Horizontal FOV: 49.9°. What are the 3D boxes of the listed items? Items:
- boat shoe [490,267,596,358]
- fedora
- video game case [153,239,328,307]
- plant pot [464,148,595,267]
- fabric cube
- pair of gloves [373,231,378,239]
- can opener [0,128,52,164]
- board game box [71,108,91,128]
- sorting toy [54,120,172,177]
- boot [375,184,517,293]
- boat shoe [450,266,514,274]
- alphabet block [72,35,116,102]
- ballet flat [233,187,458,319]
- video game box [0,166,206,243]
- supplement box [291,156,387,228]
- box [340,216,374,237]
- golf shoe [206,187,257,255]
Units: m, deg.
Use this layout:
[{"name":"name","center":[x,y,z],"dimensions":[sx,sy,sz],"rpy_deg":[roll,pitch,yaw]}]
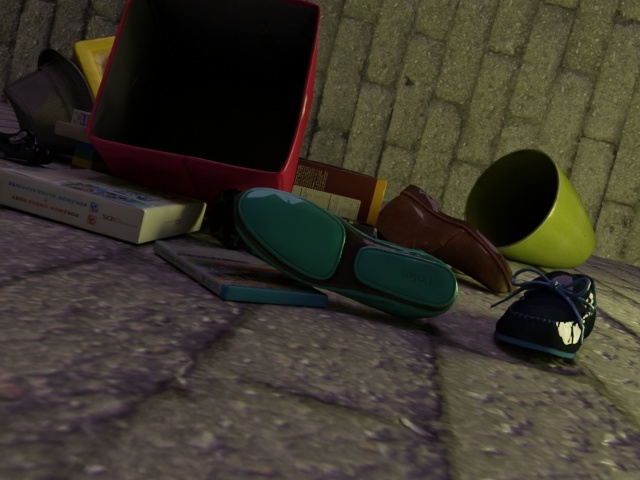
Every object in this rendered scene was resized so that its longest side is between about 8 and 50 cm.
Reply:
[{"name":"boat shoe","center":[0.259,0.072,0.785],"dimensions":[0.109,0.089,0.258],"rpy_deg":[17,8,22]},{"name":"fedora","center":[-0.553,-0.256,1.390],"dimensions":[0.124,0.244,0.275],"rpy_deg":[-25,36,-28]},{"name":"video game case","center":[-0.086,0.033,0.710],"dimensions":[0.119,0.015,0.166],"rpy_deg":[9,8,-38]},{"name":"plant pot","center":[0.568,-0.043,1.759],"dimensions":[0.293,0.275,0.274],"rpy_deg":[29,-2,-33]},{"name":"fabric cube","center":[-0.148,-0.183,0.989],"dimensions":[0.259,0.254,0.258],"rpy_deg":[12,-17,0]},{"name":"pair of gloves","center":[0.157,0.002,1.392],"dimensions":[0.159,0.023,0.198],"rpy_deg":[9,8,-34]},{"name":"can opener","center":[-0.572,-0.171,1.224],"dimensions":[0.186,0.073,0.059],"rpy_deg":[13,45,13]},{"name":"board game box","center":[-0.331,-0.190,1.180],"dimensions":[0.103,0.026,0.154],"rpy_deg":[19,9,37]},{"name":"sorting toy","center":[-0.312,-0.137,1.274],"dimensions":[0.257,0.090,0.255],"rpy_deg":[17,8,22]},{"name":"boot","center":[0.202,0.018,1.168],"dimensions":[0.305,0.115,0.112],"rpy_deg":[41,-20,47]},{"name":"boat shoe","center":[0.297,0.049,1.239],"dimensions":[0.125,0.038,0.046],"rpy_deg":[13,7,-6]},{"name":"alphabet block","center":[-0.406,-0.300,1.454],"dimensions":[0.192,0.194,0.197],"rpy_deg":[-21,-12,-26]},{"name":"ballet flat","center":[0.018,0.024,0.712],"dimensions":[0.247,0.083,0.087],"rpy_deg":[22,-23,-6]},{"name":"video game box","center":[-0.264,-0.048,0.859],"dimensions":[0.187,0.048,0.205],"rpy_deg":[13,7,9]},{"name":"supplement box","center":[-0.012,-0.079,1.255],"dimensions":[0.194,0.129,0.191],"rpy_deg":[13,8,-17]},{"name":"box","center":[0.053,-0.006,1.133],"dimensions":[0.062,0.052,0.083],"rpy_deg":[14,6,0]},{"name":"golf shoe","center":[-0.064,-0.006,0.887],"dimensions":[0.198,0.077,0.094],"rpy_deg":[26,0,36]}]
